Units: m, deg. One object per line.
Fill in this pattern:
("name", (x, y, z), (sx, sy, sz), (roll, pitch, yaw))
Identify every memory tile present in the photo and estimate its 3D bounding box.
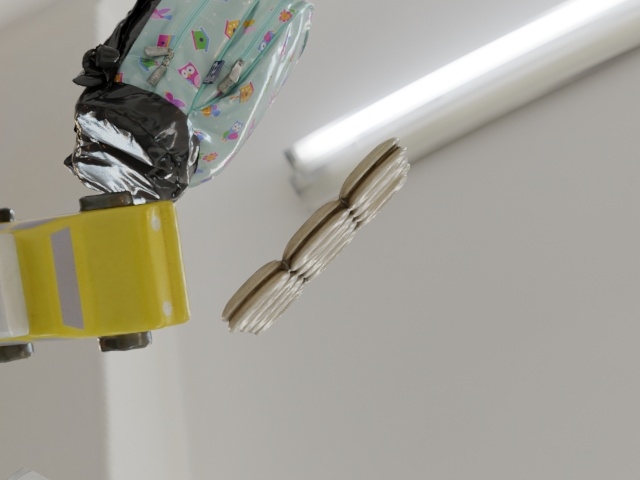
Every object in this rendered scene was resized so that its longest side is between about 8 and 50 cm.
("memory tile", (0.000, 0.000, 0.768), (0.113, 0.012, 0.148), (-46, 175, -1))

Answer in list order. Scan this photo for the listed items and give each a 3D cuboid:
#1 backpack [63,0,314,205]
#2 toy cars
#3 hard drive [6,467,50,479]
("backpack", (-0.087, -0.116, 1.123), (0.182, 0.115, 0.152), (-58, -177, -24))
("toy cars", (-0.261, -0.035, 1.077), (0.176, 0.393, 0.087), (-59, 161, 18))
("hard drive", (-0.295, 0.372, 1.342), (0.047, 0.353, 0.233), (25, -132, 12))
